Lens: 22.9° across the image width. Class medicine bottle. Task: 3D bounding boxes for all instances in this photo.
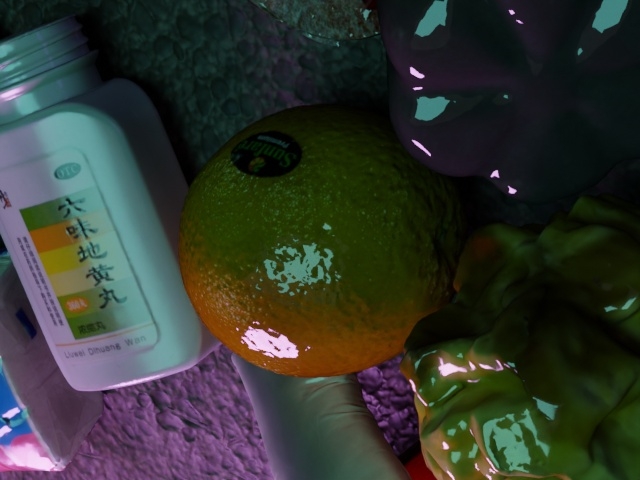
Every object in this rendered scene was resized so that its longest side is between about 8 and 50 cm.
[{"bbox_3d":[-0.207,-0.034,1.416,0.179,0.124,0.324,-13,102,33],"label":"medicine bottle"}]

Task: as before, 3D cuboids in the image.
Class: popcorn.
[{"bbox_3d":[0.212,0.105,1.162,0.332,0.265,0.225,19,161,-17],"label":"popcorn"}]

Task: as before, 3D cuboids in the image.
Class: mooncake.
[{"bbox_3d":[0.153,-0.146,1.109,0.245,0.133,0.245,0,129,0],"label":"mooncake"}]

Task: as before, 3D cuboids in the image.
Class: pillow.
[{"bbox_3d":[0.003,0.157,1.352,0.144,0.078,0.254,-50,46,33],"label":"pillow"}]

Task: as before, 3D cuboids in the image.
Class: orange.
[{"bbox_3d":[0.000,0.000,1.251,0.236,0.236,0.236,12,116,26],"label":"orange"}]

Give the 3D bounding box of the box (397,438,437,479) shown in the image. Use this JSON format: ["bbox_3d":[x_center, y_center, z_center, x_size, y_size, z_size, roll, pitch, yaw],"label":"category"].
[{"bbox_3d":[0.100,0.297,1.400,0.197,0.089,0.313,47,126,3],"label":"box"}]

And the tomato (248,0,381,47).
[{"bbox_3d":[0.018,-0.266,1.207,0.225,0.085,0.225,14,117,29],"label":"tomato"}]

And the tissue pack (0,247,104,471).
[{"bbox_3d":[-0.377,0.127,1.560,0.270,0.137,0.209,-6,115,29],"label":"tissue pack"}]
